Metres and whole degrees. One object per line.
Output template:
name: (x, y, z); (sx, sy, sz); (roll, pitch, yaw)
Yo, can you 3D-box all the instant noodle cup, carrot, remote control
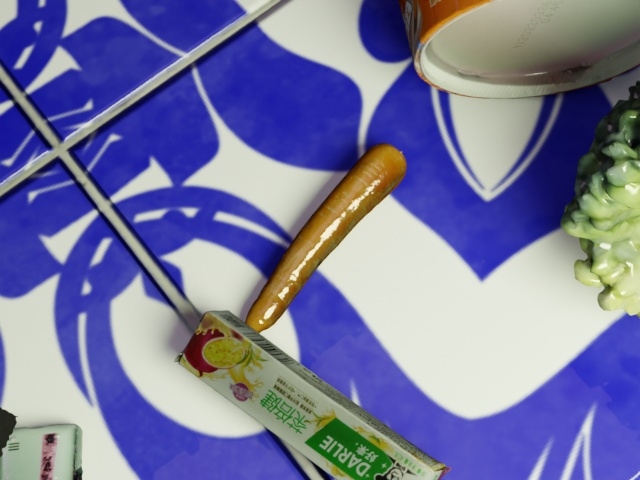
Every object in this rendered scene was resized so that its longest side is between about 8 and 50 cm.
instant noodle cup: (0.157, -0.231, 0.883); (0.251, 0.250, 0.192); (-7, 74, 4)
carrot: (0.000, 0.000, 0.902); (0.037, 0.037, 0.190); (36, 78, 20)
remote control: (-0.201, 0.211, 0.831); (0.065, 0.029, 0.166); (-6, 65, 5)

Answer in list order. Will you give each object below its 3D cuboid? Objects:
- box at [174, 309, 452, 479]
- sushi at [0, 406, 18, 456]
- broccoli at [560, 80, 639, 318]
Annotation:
box: (-0.009, 0.123, 0.832); (0.207, 0.041, 0.050); (33, 100, 19)
sushi: (-0.327, 0.174, 0.851); (0.215, 0.050, 0.192); (22, 86, 20)
broccoli: (0.338, -0.022, 0.758); (0.348, 0.293, 0.280); (-24, 103, 7)
